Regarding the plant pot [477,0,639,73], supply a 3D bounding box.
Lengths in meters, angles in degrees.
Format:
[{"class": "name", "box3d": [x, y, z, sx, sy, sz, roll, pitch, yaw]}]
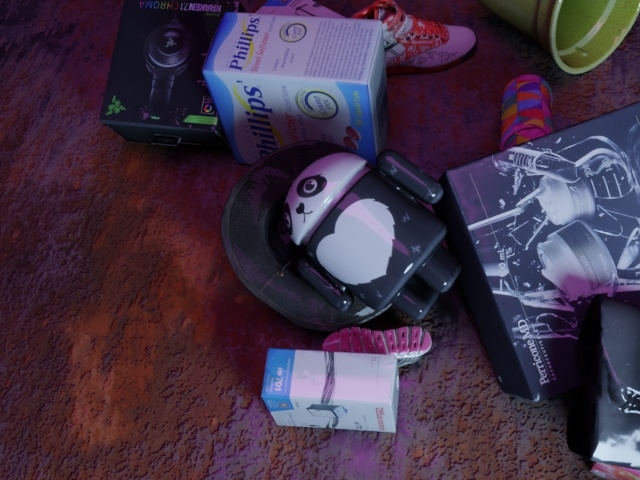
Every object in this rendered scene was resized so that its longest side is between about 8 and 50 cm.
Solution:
[{"class": "plant pot", "box3d": [0.444, -0.499, 1.416, 0.276, 0.276, 0.254, -38, 50, -13]}]

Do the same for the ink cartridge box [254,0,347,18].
[{"class": "ink cartridge box", "box3d": [-0.041, -0.420, 1.530, 0.203, 0.086, 0.148, 34, 70, 26]}]

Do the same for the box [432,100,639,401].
[{"class": "box", "box3d": [0.372, 0.021, 1.082, 0.312, 0.179, 0.343, -20, 82, -2]}]

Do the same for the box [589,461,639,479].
[{"class": "box", "box3d": [0.517, 0.298, 0.991, 0.256, 0.123, 0.128, 22, 65, 20]}]

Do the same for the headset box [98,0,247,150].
[{"class": "headset box", "box3d": [-0.276, -0.317, 1.441, 0.246, 0.131, 0.283, 8, 82, 13]}]

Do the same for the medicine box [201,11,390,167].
[{"class": "medicine box", "box3d": [-0.031, -0.258, 1.327, 0.289, 0.263, 0.149, 7, 61, 13]}]

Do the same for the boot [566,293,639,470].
[{"class": "boot", "box3d": [0.556, 0.135, 0.919, 0.445, 0.146, 0.367, 8, 66, 12]}]

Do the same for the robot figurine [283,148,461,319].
[{"class": "robot figurine", "box3d": [0.074, -0.007, 1.094, 0.278, 0.173, 0.209, 40, 76, 7]}]

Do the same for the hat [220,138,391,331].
[{"class": "hat", "box3d": [0.000, 0.000, 1.247, 0.331, 0.134, 0.331, 1, 75, -2]}]

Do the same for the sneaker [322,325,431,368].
[{"class": "sneaker", "box3d": [0.087, 0.177, 1.157, 0.170, 0.075, 0.063, -4, 54, -7]}]

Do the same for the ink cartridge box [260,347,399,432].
[{"class": "ink cartridge box", "box3d": [0.019, 0.226, 1.105, 0.190, 0.140, 0.082, 2, 59, 11]}]

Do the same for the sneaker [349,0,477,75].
[{"class": "sneaker", "box3d": [0.181, -0.408, 1.452, 0.270, 0.145, 0.090, -10, 58, 3]}]

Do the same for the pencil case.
[{"class": "pencil case", "box3d": [0.363, -0.204, 1.290, 0.104, 0.104, 0.236, 6, 37, 12]}]
